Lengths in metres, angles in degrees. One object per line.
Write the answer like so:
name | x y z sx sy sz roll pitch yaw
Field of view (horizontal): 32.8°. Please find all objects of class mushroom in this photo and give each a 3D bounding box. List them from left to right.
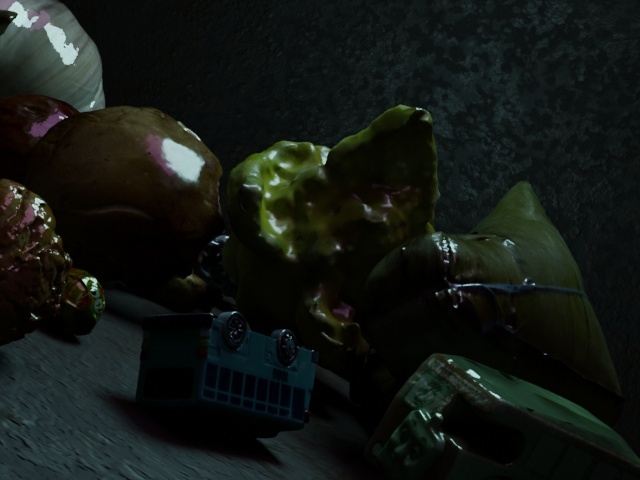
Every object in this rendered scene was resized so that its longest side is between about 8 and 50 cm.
mushroom | -0.226 0.007 1.267 0.233 0.302 0.208 4 33 0

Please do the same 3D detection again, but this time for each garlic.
garlic | -0.430 -0.221 1.495 0.317 0.317 0.259 29 40 1

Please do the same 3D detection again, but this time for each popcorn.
popcorn | 0.000 -0.011 1.345 0.325 0.321 0.290 15 -4 -36

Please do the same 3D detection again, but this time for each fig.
fig | -0.418 -0.107 1.336 0.274 0.170 0.146 7 -48 15

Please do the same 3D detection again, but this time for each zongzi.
zongzi | 0.074 0.176 1.301 0.205 0.094 0.204 30 -2 43
zongzi | 0.178 0.022 1.262 0.356 0.174 0.393 30 44 -40

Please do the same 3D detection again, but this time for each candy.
candy | -0.278 0.031 1.007 0.201 0.060 0.060 22 -1 29

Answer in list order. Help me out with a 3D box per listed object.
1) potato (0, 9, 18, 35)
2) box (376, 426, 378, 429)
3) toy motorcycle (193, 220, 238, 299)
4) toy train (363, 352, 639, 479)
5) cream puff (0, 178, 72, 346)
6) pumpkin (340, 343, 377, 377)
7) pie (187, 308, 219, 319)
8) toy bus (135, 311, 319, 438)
potato | -0.442 -0.228 0.894 0.385 0.319 0.442 34 12 -1
box | 0.208 0.239 1.207 0.269 0.043 0.152 26 -41 -36
toy motorcycle | -0.213 -0.016 1.635 0.327 0.143 0.188 36 0 -14
toy train | 0.197 0.225 1.044 0.326 0.159 0.129 28 5 -33
cream puff | -0.239 0.024 0.801 0.104 0.119 0.133 49 17 -36
pumpkin | 0.165 0.143 1.670 0.325 0.232 0.242 23 8 -36
pie | -0.117 0.110 1.291 0.092 0.034 0.170 32 2 -8
toy bus | -0.075 0.116 0.923 0.079 0.092 0.160 -5 -18 34
